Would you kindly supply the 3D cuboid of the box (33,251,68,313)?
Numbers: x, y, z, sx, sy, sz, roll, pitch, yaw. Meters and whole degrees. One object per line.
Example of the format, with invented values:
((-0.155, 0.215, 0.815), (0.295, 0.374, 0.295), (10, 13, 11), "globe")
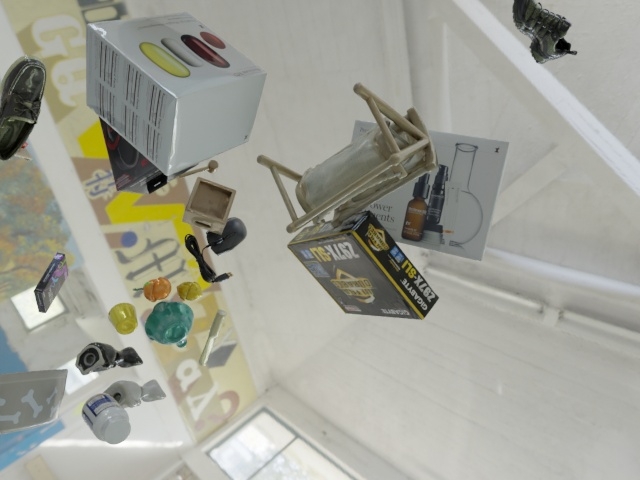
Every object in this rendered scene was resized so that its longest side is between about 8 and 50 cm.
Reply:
((-0.856, 0.135, 1.537), (0.029, 0.162, 0.116), (16, -44, -7), "box")

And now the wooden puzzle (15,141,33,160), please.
((-0.895, -0.332, 1.325), (0.221, 0.044, 0.238), (57, -10, -7), "wooden puzzle")

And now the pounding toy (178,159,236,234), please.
((-0.363, -0.147, 1.512), (0.181, 0.206, 0.094), (19, -30, -13), "pounding toy")

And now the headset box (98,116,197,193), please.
((-0.462, -0.273, 1.291), (0.218, 0.110, 0.293), (-21, -99, 29), "headset box")

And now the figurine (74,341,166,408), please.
((-0.547, 0.384, 1.367), (0.215, 0.092, 0.209), (47, 3, 17), "figurine")

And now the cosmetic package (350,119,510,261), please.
((0.245, -0.130, 1.205), (0.377, 0.097, 0.284), (13, -84, 20), "cosmetic package")

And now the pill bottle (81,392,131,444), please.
((-0.415, 0.349, 0.941), (0.120, 0.067, 0.067), (10, -56, 48), "pill bottle")

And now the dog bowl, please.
((-0.655, 0.301, 0.887), (0.349, 0.348, 0.102), (-25, -115, 57), "dog bowl")

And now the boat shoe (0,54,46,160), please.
((-0.607, -0.261, 0.978), (0.073, 0.080, 0.223), (45, -72, 25), "boat shoe")

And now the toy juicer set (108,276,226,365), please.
((-0.386, 0.202, 1.323), (0.329, 0.209, 0.089), (39, 1, -42), "toy juicer set")

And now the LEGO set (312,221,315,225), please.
((0.000, 0.000, 1.762), (0.107, 0.132, 0.287), (23, -35, 0), "LEGO set")

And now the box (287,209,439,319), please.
((0.085, 0.068, 1.139), (0.257, 0.079, 0.322), (52, -25, -15), "box")

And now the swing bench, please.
((0.068, -0.142, 0.932), (0.253, 0.254, 0.165), (-31, -104, 30), "swing bench")

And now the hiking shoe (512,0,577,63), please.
((0.578, -0.558, 1.231), (0.227, 0.086, 0.114), (39, -19, -35), "hiking shoe")

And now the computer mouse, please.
((-0.304, 0.027, 1.575), (0.060, 0.262, 0.184), (-18, -83, 39), "computer mouse")

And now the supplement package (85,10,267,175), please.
((-0.238, -0.250, 0.797), (0.203, 0.194, 0.149), (40, -45, 14), "supplement package")
